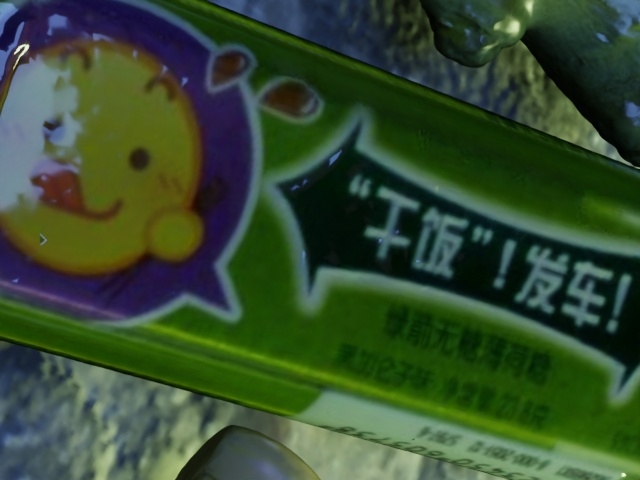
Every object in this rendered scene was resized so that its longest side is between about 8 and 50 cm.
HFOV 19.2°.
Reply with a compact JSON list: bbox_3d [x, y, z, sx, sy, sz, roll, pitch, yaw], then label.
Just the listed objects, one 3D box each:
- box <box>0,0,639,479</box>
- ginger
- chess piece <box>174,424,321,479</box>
[{"bbox_3d":[0.000,0.000,0.681,0.345,0.097,0.134,17,87,-28],"label":"box"},{"bbox_3d":[0.158,-0.093,0.784,0.290,0.089,0.137,7,61,-35],"label":"ginger"},{"bbox_3d":[-0.121,0.223,0.591,0.117,0.117,0.397,47,65,-20],"label":"chess piece"}]
